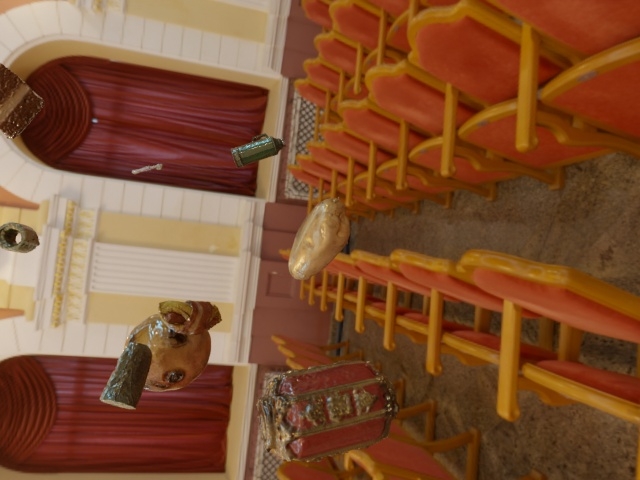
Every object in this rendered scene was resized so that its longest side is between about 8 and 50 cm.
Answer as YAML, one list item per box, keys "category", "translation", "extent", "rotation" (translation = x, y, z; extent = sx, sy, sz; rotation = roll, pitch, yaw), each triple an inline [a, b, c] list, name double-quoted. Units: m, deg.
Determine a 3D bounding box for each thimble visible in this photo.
- category: "thimble"
  translation: [-0.886, -0.007, 1.297]
  extent: [0.062, 0.110, 0.084]
  rotation: [40, -118, -76]

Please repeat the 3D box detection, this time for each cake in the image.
- category: "cake"
  translation: [-0.758, -0.333, 1.043]
  extent: [0.135, 0.147, 0.134]
  rotation: [18, 73, 48]

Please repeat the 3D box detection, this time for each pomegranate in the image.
- category: "pomegranate"
  translation: [-0.580, 0.420, 1.684]
  extent: [0.322, 0.322, 0.322]
  rotation: [-173, 90, -77]

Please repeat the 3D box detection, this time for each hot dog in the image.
- category: "hot dog"
  translation: [-0.422, 0.263, 1.479]
  extent: [0.093, 0.261, 0.123]
  rotation: [42, 109, 38]

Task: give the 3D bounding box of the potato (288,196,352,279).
- category: "potato"
  translation: [0.001, 0.001, 1.169]
  extent: [0.235, 0.128, 0.161]
  rotation: [-64, 11, -8]

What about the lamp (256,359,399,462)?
- category: "lamp"
  translation: [0.015, 0.335, 0.876]
  extent: [0.177, 0.274, 0.177]
  rotation: [176, 90, -73]

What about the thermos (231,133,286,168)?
- category: "thermos"
  translation: [-0.216, -0.321, 1.567]
  extent: [0.083, 0.187, 0.073]
  rotation: [-110, 2, -49]

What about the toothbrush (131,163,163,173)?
- category: "toothbrush"
  translation: [-0.581, -0.240, 1.483]
  extent: [0.194, 0.014, 0.017]
  rotation: [2, 74, 41]

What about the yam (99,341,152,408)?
- category: "yam"
  translation: [-0.540, 0.387, 1.244]
  extent: [0.183, 0.107, 0.107]
  rotation: [-84, 9, -45]
